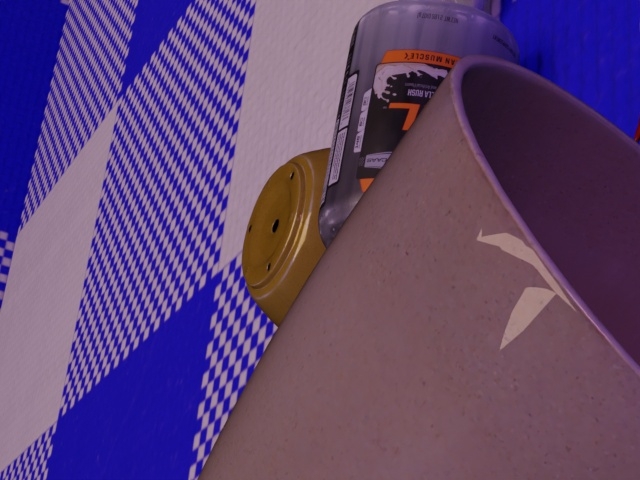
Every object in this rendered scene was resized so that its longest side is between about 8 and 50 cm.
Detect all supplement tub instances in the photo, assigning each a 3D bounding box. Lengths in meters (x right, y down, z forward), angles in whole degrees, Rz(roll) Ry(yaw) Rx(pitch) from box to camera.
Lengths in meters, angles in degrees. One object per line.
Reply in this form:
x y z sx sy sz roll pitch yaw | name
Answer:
0.064 -0.051 0.935 0.117 0.117 0.190 -28 48 60 | supplement tub

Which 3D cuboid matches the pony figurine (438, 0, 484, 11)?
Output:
0.025 -0.329 1.034 0.303 0.363 0.351 -106 24 -44 | pony figurine

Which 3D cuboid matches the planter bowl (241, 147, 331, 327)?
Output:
0.000 0.000 1.082 0.217 0.090 0.217 -50 29 42 | planter bowl

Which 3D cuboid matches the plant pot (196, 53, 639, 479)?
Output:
0.055 0.113 0.559 0.274 0.256 0.256 -46 31 23 | plant pot

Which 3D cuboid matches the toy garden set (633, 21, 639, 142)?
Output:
0.235 -0.135 0.694 0.204 0.049 0.244 28 99 66 | toy garden set
